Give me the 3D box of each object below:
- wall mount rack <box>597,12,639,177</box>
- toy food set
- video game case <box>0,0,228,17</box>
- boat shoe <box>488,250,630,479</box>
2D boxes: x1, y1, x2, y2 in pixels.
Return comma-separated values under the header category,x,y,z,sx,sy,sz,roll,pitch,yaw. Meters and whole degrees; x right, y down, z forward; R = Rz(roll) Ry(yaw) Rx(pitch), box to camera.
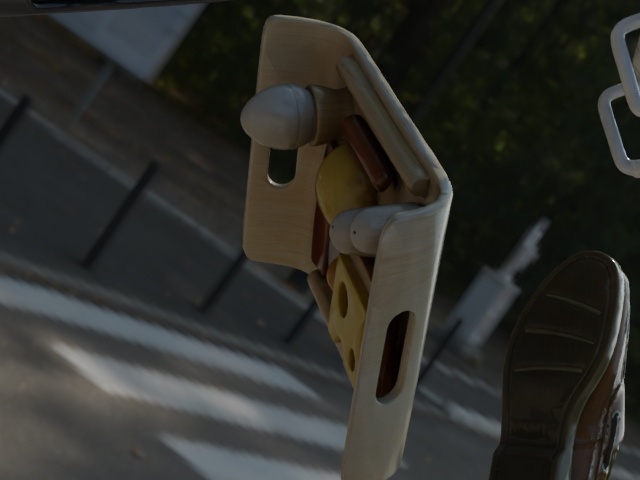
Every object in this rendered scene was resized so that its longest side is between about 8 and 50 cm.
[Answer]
category,x,y,z,sx,sy,sz,roll,pitch,yaw
wall mount rack,0.401,-0.159,1.366,0.350,0.304,0.130,57,17,-77
toy food set,0.000,0.000,1.115,0.092,0.219,0.306,-2,33,-15
video game case,-0.155,-0.198,0.712,0.248,0.035,0.275,-13,52,-47
boat shoe,0.242,0.166,1.538,0.111,0.307,0.104,13,-9,44
